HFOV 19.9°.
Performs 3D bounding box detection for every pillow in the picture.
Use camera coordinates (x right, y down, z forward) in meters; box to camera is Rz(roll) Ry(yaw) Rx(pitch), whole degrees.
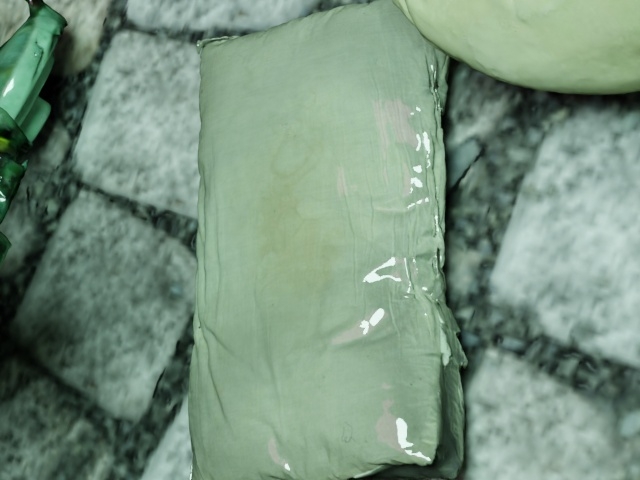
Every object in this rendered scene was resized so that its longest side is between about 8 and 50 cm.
[{"bbox_3d":[0.000,0.000,0.820,0.148,0.050,0.230,-10,67,30],"label":"pillow"}]

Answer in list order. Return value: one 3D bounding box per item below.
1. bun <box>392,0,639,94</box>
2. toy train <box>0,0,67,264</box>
[{"bbox_3d":[0.104,-0.177,0.727,0.229,0.145,0.229,-17,58,30],"label":"bun"},{"bbox_3d":[-0.259,-0.002,0.856,0.272,0.179,0.442,-56,14,13],"label":"toy train"}]
